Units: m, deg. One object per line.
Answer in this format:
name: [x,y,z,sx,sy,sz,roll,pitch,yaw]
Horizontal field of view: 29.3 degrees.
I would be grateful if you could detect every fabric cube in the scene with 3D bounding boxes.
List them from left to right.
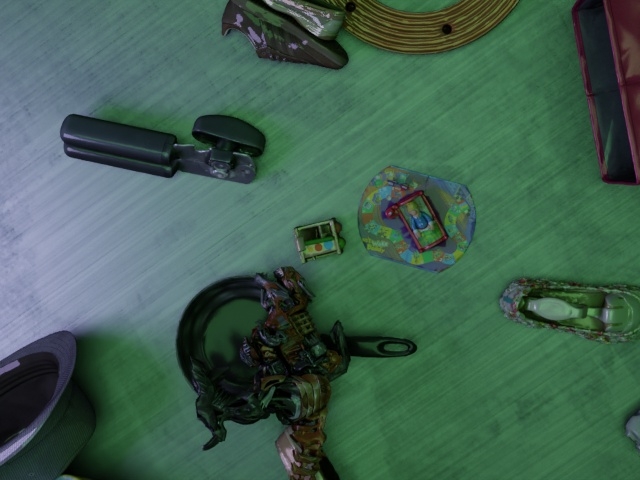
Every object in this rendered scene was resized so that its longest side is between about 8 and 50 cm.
fabric cube: [0.489,-0.220,1.584,0.258,0.254,0.259,-11,93,5]

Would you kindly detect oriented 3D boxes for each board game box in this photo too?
board game box: [0.135,-0.028,1.731,0.169,0.033,0.133,16,95,3]

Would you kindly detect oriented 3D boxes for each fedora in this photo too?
fedora: [-0.414,0.265,1.718,0.275,0.243,0.124,-34,120,6]

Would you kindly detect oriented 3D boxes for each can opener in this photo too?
can opener: [-0.221,-0.142,1.741,0.283,0.076,0.095,12,62,3]

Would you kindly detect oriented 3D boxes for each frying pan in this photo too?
frying pan: [-0.048,0.124,1.745,0.326,0.053,0.197,-22,92,4]

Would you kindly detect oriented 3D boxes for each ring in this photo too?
ring: [0.138,-0.426,1.706,0.337,0.032,0.336,0,94,5]

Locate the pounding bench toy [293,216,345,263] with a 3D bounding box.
pounding bench toy: [0.000,0.000,1.717,0.065,0.083,0.052,-14,93,5]

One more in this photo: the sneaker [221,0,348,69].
sneaker: [-0.051,-0.280,1.721,0.188,0.066,0.071,32,114,4]

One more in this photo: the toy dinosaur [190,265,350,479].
toy dinosaur: [-0.061,0.200,1.648,0.218,0.164,0.322,-7,57,-8]

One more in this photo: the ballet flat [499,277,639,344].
ballet flat: [0.371,0.101,1.703,0.241,0.077,0.091,3,93,3]

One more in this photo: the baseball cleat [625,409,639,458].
baseball cleat: [0.523,0.308,1.710,0.109,0.072,0.206,-43,94,-1]

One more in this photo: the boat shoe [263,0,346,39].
boat shoe: [-0.032,-0.336,1.696,0.153,0.056,0.048,39,125,16]

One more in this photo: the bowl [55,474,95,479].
bowl: [-0.306,0.477,1.719,0.156,0.289,0.289,12,96,-40]

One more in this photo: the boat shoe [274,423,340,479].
boat shoe: [0.000,0.426,1.728,0.110,0.121,0.341,-23,93,4]
